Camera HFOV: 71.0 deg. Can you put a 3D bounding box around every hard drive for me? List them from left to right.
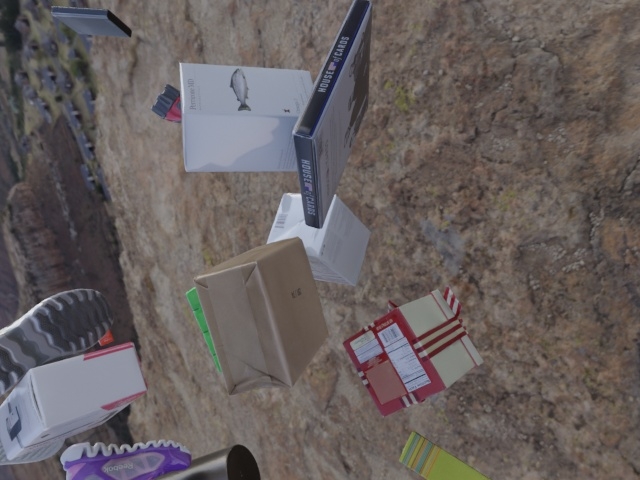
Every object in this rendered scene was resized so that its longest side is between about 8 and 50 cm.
[{"bbox_3d":[-0.515,-0.495,1.019,0.135,0.094,0.022,7,89,8],"label":"hard drive"}]

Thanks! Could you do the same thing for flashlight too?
[{"bbox_3d":[-0.362,-0.349,1.387,0.304,0.103,0.103,34,120,-22],"label":"flashlight"}]

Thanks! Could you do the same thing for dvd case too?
[{"bbox_3d":[0.023,-0.159,0.582,0.030,0.238,0.179,15,152,12],"label":"dvd case"}]

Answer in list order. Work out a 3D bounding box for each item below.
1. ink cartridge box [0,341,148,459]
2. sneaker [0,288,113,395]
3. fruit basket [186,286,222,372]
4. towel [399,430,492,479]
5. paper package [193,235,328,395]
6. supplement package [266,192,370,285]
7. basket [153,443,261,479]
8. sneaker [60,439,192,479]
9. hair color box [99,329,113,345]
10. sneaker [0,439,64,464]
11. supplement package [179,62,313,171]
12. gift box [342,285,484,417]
[{"bbox_3d":[-0.409,0.262,0.734,0.218,0.159,0.092,-36,72,37],"label":"ink cartridge box"},{"bbox_3d":[-0.472,0.161,0.724,0.115,0.281,0.105,-16,100,32],"label":"sneaker"},{"bbox_3d":[-0.232,0.238,1.579,0.283,0.393,0.391,149,98,-82],"label":"fruit basket"},{"bbox_3d":[0.343,0.636,1.247,0.237,0.021,0.102,26,98,22],"label":"towel"},{"bbox_3d":[-0.126,0.174,1.126,0.168,0.325,0.309,-15,95,18],"label":"paper package"},{"bbox_3d":[0.000,0.000,1.417,0.198,0.263,0.199,6,70,33],"label":"supplement package"},{"bbox_3d":[-0.257,0.548,0.979,0.227,0.204,0.154,-27,69,12],"label":"basket"},{"bbox_3d":[-0.366,0.446,0.856,0.095,0.237,0.104,-56,36,36],"label":"sneaker"},{"bbox_3d":[-0.709,0.257,1.434,0.072,0.043,0.141,26,131,48],"label":"hair color box"},{"bbox_3d":[-0.644,0.361,0.823,0.161,0.282,0.102,-10,63,44],"label":"sneaker"},{"bbox_3d":[-0.099,-0.167,0.623,0.105,0.180,0.105,111,150,-53],"label":"supplement package"},{"bbox_3d":[0.250,0.271,1.201,0.255,0.258,0.276,-36,71,37],"label":"gift box"}]
